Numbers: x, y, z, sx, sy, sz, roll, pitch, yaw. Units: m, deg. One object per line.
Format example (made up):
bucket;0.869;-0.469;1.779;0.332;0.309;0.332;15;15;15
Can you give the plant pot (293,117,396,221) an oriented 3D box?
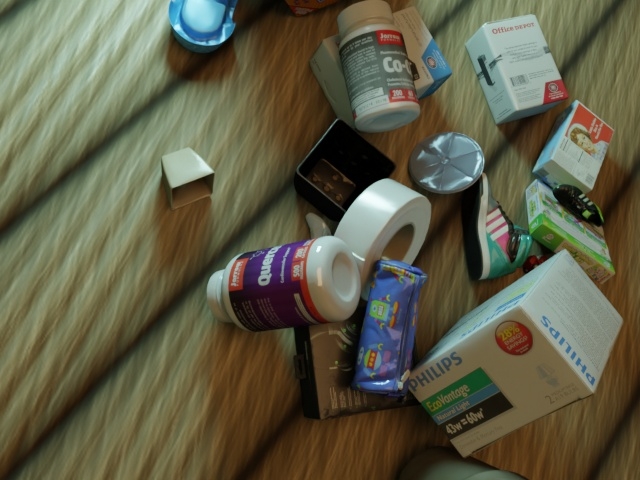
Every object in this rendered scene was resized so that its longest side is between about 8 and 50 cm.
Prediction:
plant pot;0.039;-0.153;1.568;0.188;0.167;0.187;39;68;-7

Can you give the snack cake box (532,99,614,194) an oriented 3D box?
snack cake box;0.742;-0.263;1.849;0.152;0.089;0.264;36;61;-5

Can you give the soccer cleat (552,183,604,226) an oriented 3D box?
soccer cleat;0.723;-0.099;1.759;0.179;0.060;0.072;29;31;-20

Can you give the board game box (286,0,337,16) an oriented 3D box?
board game box;0.008;-0.841;1.548;0.356;0.356;0.356;-18;82;12

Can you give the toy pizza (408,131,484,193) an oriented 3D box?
toy pizza;0.341;-0.208;1.717;0.201;0.032;0.201;-5;61;10

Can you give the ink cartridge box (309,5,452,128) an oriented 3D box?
ink cartridge box;0.161;-0.465;1.701;0.307;0.129;0.223;-27;87;-21

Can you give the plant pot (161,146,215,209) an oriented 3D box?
plant pot;-0.321;-0.153;1.486;0.109;0.109;0.096;-25;74;-22

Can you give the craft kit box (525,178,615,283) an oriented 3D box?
craft kit box;0.684;-0.030;1.745;0.250;0.061;0.246;33;32;-8

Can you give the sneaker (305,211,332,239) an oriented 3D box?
sneaker;0.000;0.000;1.580;0.061;0.054;0.152;-30;89;-19

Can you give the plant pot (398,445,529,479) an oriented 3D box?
plant pot;0.309;0.608;1.391;0.323;0.280;0.323;-4;102;-19

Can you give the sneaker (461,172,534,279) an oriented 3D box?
sneaker;0.491;-0.039;1.712;0.178;0.124;0.295;2;80;-15

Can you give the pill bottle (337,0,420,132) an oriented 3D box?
pill bottle;0.134;-0.419;1.526;0.161;0.161;0.283;-9;81;-20

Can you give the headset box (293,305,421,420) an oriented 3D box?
headset box;0.078;0.283;1.496;0.283;0.131;0.246;-5;79;-19

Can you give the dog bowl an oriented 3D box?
dog bowl;-0.290;-0.614;1.618;0.166;0.074;0.297;16;74;-14

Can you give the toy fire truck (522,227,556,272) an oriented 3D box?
toy fire truck;0.637;0.057;1.780;0.135;0.047;0.192;-41;93;-23

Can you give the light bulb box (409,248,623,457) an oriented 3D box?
light bulb box;0.439;0.248;1.426;0.225;0.358;0.361;52;38;8

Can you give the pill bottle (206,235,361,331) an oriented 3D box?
pill bottle;-0.087;0.102;1.379;0.181;0.323;0.181;28;57;-53

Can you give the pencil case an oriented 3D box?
pencil case;0.153;0.195;1.376;0.119;0.133;0.306;15;84;-39

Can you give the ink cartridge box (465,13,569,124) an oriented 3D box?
ink cartridge box;0.573;-0.502;1.854;0.197;0.114;0.272;-17;84;-20

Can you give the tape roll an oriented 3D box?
tape roll;0.143;0.001;1.500;0.100;0.286;0.286;33;65;27
